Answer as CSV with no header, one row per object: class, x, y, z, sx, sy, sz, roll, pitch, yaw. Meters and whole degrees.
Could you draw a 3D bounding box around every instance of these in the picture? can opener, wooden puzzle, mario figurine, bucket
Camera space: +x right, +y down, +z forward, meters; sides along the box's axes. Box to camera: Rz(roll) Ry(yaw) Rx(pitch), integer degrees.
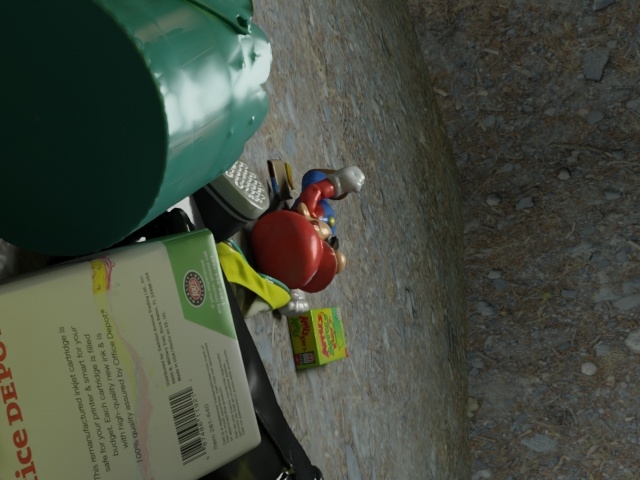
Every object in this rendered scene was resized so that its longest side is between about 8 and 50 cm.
can opener,-0.135,0.061,1.042,0.073,0.059,0.186,-33,119,-81
wooden puzzle,-0.068,-0.103,1.880,0.116,0.014,0.078,8,67,-74
mario figurine,0.000,0.000,1.765,0.320,0.170,0.198,-67,145,-67
bucket,-0.200,-0.131,0.948,0.183,0.281,0.281,-50,127,-61

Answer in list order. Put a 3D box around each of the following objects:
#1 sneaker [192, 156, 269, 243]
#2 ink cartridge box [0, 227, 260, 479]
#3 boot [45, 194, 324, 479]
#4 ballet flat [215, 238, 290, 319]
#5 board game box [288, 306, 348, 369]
sneaker,-0.205,-0.123,1.226,0.321,0.127,0.126,52,20,-3
ink cartridge box,-0.195,0.119,0.895,0.278,0.117,0.201,-19,97,-52
boot,-0.146,0.209,1.120,0.367,0.146,0.445,-71,146,-56
ballet flat,-0.113,0.065,1.513,0.231,0.077,0.077,47,56,-58
board game box,-0.002,0.163,1.869,0.181,0.043,0.092,6,74,-74
